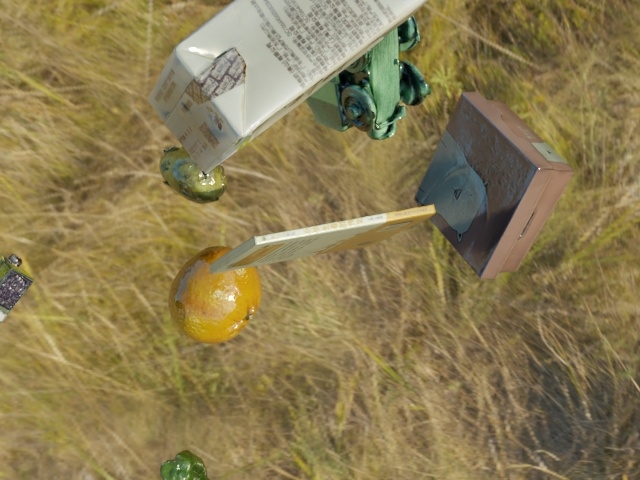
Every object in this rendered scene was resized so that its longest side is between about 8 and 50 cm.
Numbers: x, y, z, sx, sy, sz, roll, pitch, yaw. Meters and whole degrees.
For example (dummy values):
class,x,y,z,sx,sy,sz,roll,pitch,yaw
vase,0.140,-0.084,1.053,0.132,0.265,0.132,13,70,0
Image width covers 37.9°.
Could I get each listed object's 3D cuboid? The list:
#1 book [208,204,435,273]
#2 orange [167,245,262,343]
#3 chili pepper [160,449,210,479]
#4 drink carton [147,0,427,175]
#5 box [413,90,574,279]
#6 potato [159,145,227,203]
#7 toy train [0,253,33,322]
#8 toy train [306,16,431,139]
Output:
class,x,y,z,sx,sy,sz,roll,pitch,yaw
book,0.000,0.000,1.398,0.295,0.208,0.020,-10,82,-27
orange,-0.186,0.098,1.658,0.177,0.177,0.155,-45,85,6
chili pepper,-0.220,0.401,1.566,0.073,0.204,0.072,18,67,7
drink carton,-0.033,-0.236,1.095,0.324,0.194,0.132,-41,96,-21
box,0.265,-0.088,1.448,0.215,0.086,0.215,55,135,41
potato,-0.232,-0.122,1.661,0.090,0.117,0.225,-56,23,-1
toy train,-0.502,0.110,1.367,0.081,0.060,0.202,34,84,41
toy train,0.071,-0.339,1.743,0.166,0.299,0.238,-29,37,-28
